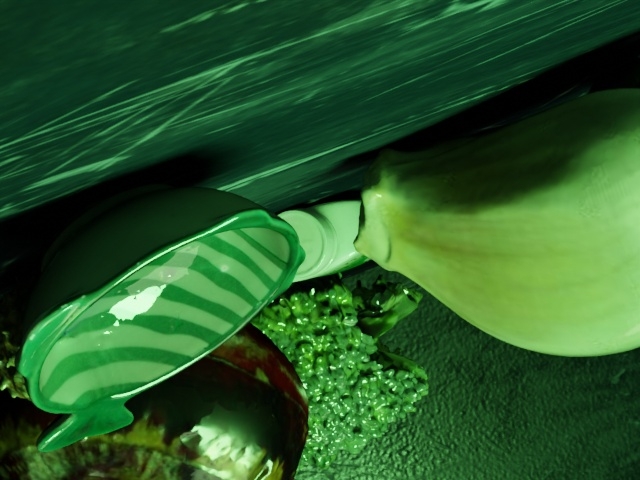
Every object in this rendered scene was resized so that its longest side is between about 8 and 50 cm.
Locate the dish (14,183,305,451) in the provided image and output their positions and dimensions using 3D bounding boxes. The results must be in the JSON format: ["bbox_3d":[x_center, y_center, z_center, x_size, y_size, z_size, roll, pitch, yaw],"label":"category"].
[{"bbox_3d":[-0.122,0.033,0.986,0.224,0.078,0.246,-13,150,-47],"label":"dish"}]

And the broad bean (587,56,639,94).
[{"bbox_3d":[0.312,-0.152,1.276,0.144,0.049,0.292,-22,176,-42],"label":"broad bean"}]

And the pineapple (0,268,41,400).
[{"bbox_3d":[-0.189,0.060,1.119,0.108,0.108,0.198,-20,172,-21],"label":"pineapple"}]

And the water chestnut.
[{"bbox_3d":[-0.151,0.127,1.355,0.300,0.300,0.300,-22,176,-2],"label":"water chestnut"}]

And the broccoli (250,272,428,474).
[{"bbox_3d":[-0.056,0.139,1.757,0.317,0.277,0.338,-42,-165,-28],"label":"broccoli"}]

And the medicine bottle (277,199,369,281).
[{"bbox_3d":[0.000,0.000,1.521,0.119,0.069,0.183,-20,175,15],"label":"medicine bottle"}]

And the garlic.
[{"bbox_3d":[0.225,-0.050,1.256,0.340,0.246,0.231,-30,-166,35],"label":"garlic"}]

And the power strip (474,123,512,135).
[{"bbox_3d":[0.170,-0.088,1.470,0.111,0.038,0.029,-18,176,-34],"label":"power strip"}]
